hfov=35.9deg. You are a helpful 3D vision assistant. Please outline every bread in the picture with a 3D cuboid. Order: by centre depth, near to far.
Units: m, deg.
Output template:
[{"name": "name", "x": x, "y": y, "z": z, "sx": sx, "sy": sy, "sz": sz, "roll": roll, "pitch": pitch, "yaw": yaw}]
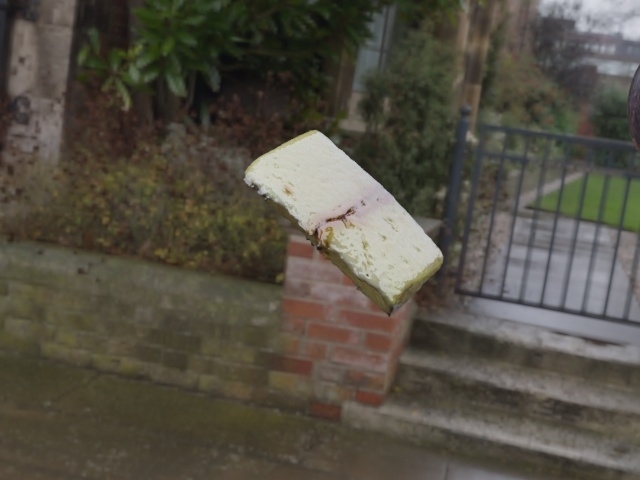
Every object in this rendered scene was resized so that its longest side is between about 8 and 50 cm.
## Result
[{"name": "bread", "x": 0.000, "y": 0.000, "z": 1.146, "sx": 0.240, "sy": 0.135, "sz": 0.178, "roll": 44, "pitch": 32, "yaw": 10}]

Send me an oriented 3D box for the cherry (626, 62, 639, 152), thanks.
[{"name": "cherry", "x": 0.331, "y": -0.119, "z": 0.798, "sx": 0.176, "sy": 0.176, "sz": 0.140, "roll": 3, "pitch": 29, "yaw": -34}]
